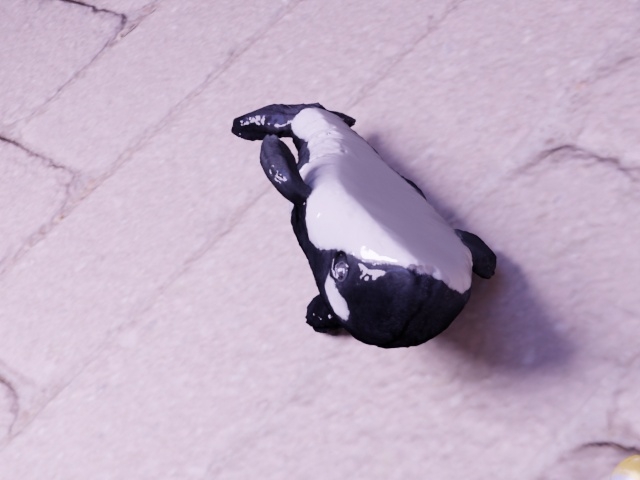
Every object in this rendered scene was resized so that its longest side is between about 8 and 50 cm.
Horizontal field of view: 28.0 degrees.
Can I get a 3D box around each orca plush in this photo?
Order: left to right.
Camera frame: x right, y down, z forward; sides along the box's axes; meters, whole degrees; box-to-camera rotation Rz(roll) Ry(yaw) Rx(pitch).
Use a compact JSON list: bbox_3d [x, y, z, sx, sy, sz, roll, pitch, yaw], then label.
[{"bbox_3d":[0.000,0.000,0.763,0.102,0.151,0.287,-60,37,15],"label":"orca plush"}]

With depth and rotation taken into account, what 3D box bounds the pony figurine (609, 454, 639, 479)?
[{"bbox_3d":[0.032,0.241,0.335,0.351,0.303,0.363,33,68,32],"label":"pony figurine"}]
